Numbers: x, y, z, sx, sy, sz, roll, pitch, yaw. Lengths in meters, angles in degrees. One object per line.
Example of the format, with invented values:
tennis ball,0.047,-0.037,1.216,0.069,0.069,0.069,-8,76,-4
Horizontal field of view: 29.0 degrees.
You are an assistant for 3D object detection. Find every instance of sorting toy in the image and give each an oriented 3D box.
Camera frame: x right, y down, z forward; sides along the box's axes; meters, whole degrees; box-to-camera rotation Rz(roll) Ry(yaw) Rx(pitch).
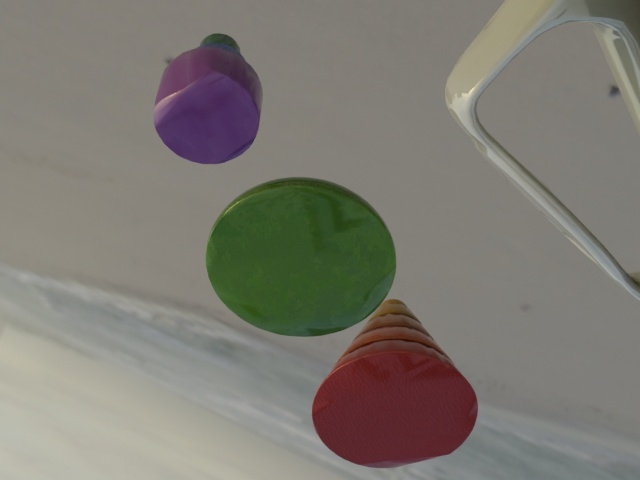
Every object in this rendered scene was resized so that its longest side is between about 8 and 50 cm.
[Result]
sorting toy,0.000,0.000,0.878,0.127,0.126,0.365,-21,122,17

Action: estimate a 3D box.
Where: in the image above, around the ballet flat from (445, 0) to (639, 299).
ballet flat,0.125,-0.111,0.498,0.483,0.182,0.164,60,-171,-29
